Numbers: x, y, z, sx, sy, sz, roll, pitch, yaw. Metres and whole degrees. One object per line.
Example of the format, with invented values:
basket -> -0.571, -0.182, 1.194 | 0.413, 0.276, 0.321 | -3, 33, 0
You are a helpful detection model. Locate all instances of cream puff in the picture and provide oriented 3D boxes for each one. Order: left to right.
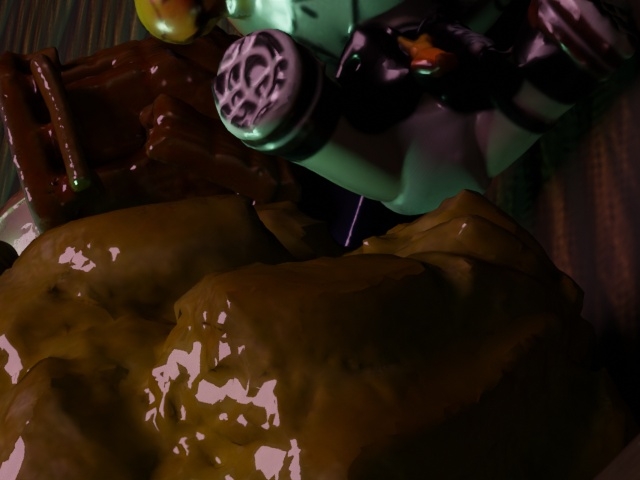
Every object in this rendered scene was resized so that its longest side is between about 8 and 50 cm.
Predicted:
cream puff -> -0.002, 0.090, 1.016 | 0.275, 0.378, 0.378 | -61, 22, 14

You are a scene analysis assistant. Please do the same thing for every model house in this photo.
model house -> -0.100, -0.066, 1.380 | 0.199, 0.229, 0.220 | -144, 33, -76

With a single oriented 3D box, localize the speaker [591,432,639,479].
speaker -> 0.181, 0.156, 0.723 | 0.231, 0.153, 0.192 | -52, 26, 34

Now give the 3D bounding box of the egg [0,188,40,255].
egg -> -0.196, 0.032, 1.688 | 0.201, 0.201, 0.244 | -64, 9, 8

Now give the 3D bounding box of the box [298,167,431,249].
box -> 0.000, 0.000, 1.425 | 0.259, 0.071, 0.168 | -7, 62, 66

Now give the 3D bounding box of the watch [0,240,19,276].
watch -> -0.278, 0.196, 1.387 | 0.327, 0.335, 0.314 | -41, -11, -2

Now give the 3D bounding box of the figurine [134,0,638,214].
figurine -> 0.037, -0.175, 1.274 | 0.196, 0.320, 0.323 | 87, 171, -49
